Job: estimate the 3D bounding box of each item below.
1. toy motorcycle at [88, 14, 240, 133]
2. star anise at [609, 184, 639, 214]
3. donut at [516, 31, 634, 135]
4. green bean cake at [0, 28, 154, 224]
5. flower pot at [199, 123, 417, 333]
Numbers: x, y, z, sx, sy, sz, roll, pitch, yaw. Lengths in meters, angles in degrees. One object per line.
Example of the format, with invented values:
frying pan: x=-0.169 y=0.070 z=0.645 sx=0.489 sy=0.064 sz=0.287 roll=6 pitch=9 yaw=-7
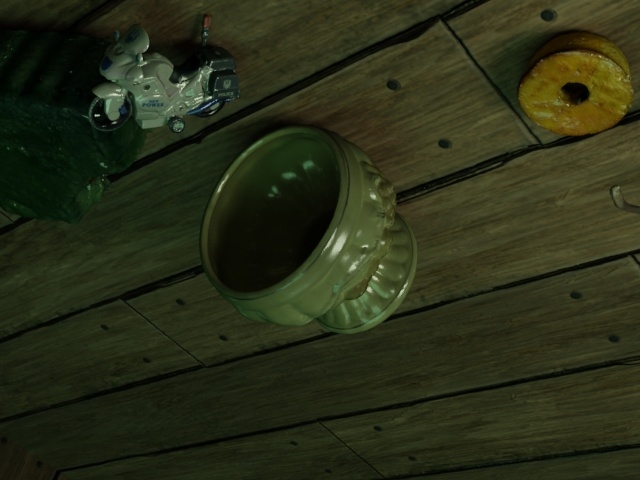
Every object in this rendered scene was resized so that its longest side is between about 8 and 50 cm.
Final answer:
toy motorcycle: x=-0.212 y=-0.226 z=1.433 sx=0.102 sy=0.221 sz=0.150 roll=45 pitch=136 yaw=42
star anise: x=0.475 y=-0.062 z=1.314 sx=0.218 sy=0.227 sz=0.148 roll=46 pitch=143 yaw=-15
donut: x=0.326 y=-0.200 z=1.325 sx=0.151 sy=0.058 sz=0.152 roll=13 pitch=143 yaw=10
green bean cake: x=-0.399 y=-0.170 z=1.603 sx=0.300 sy=0.169 sz=0.308 roll=9 pitch=143 yaw=16
flower pot: x=0.000 y=0.000 z=1.552 sx=0.307 sy=0.308 sz=0.244 roll=-13 pitch=149 yaw=36
